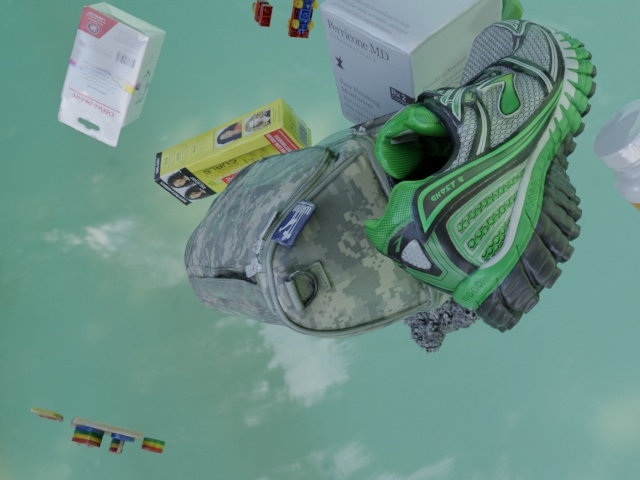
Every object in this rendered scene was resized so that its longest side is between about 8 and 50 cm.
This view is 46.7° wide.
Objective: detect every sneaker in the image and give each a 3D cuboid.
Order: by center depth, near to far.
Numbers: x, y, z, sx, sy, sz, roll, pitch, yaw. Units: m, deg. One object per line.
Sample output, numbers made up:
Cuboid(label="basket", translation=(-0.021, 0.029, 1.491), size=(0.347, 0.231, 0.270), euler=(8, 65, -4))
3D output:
Cuboid(label="sneaker", translation=(0.133, -0.096, 0.617), size=(0.146, 0.343, 0.134), euler=(29, 134, -7))

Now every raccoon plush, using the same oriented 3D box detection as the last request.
Cuboid(label="raccoon plush", translation=(0.110, 0.089, 1.504), size=(0.216, 0.446, 0.299), euler=(-53, 52, 50))

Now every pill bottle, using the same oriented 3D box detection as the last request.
Cuboid(label="pill bottle", translation=(0.508, -0.086, 1.050), size=(0.246, 0.136, 0.136), euler=(36, 140, -15))

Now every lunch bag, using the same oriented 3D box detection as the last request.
Cuboid(label="lunch bag", translation=(0.000, 0.000, 0.825), size=(0.305, 0.256, 0.212), euler=(-2, 115, 64))

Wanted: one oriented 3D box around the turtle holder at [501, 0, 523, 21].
Cuboid(label="turtle holder", translation=(0.259, -0.239, 1.206), size=(0.320, 0.243, 0.227), euler=(47, 132, 10))

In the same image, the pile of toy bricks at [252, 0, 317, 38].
Cuboid(label="pile of toy bricks", translation=(-0.050, -0.422, 1.111), size=(0.105, 0.118, 0.212), euler=(-123, 39, -50))

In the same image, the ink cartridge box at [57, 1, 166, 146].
Cuboid(label="ink cartridge box", translation=(-0.338, -0.263, 1.190), size=(0.115, 0.067, 0.198), euler=(27, 116, 1))

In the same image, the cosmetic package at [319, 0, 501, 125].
Cuboid(label="cosmetic package", translation=(0.115, -0.224, 0.902), size=(0.151, 0.151, 0.183), euler=(38, 160, 34))

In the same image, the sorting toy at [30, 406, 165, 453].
Cuboid(label="sorting toy", translation=(-0.436, 0.386, 1.459), size=(0.132, 0.275, 0.046), euler=(143, 143, -63))

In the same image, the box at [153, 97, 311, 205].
Cuboid(label="box", translation=(-0.132, -0.128, 1.111), size=(0.232, 0.087, 0.058), euler=(-19, 54, 22))
